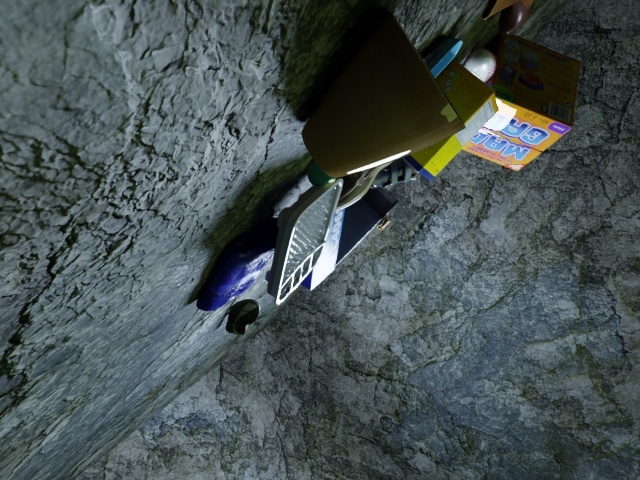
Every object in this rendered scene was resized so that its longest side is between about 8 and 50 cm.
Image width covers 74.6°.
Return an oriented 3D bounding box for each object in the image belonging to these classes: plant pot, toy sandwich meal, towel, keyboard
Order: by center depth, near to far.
[{"bbox_3d":[0.095,-0.237,0.787,0.254,0.237,0.237,-32,179,24],"label":"plant pot"},{"bbox_3d":[0.260,-0.465,1.108,0.180,0.023,0.108,-47,179,4],"label":"keyboard"},{"bbox_3d":[-0.220,0.078,1.211,0.227,0.076,0.308,-39,170,-48],"label":"towel"},{"bbox_3d":[0.266,-0.072,1.770,0.085,0.029,0.085,-46,174,-6],"label":"toy sandwich meal"}]

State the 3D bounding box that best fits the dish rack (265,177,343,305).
[{"bbox_3d":[-0.055,-0.008,1.164,0.285,0.072,0.333,-45,158,-48],"label":"dish rack"}]

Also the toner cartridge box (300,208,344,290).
[{"bbox_3d":[0.000,0.000,1.514,0.165,0.075,0.348,-37,146,-42],"label":"toner cartridge box"}]

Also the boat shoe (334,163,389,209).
[{"bbox_3d":[0.123,-0.242,1.314,0.342,0.123,0.123,-42,144,13],"label":"boat shoe"}]

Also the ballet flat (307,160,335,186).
[{"bbox_3d":[0.053,-0.232,1.058,0.231,0.077,0.077,-51,-175,27],"label":"ballet flat"}]

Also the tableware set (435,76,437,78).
[{"bbox_3d":[0.325,-0.484,1.363,0.154,0.024,0.104,-48,172,25],"label":"tableware set"}]

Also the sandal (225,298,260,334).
[{"bbox_3d":[-0.344,0.321,1.828,0.303,0.120,0.086,-51,-161,48],"label":"sandal"}]

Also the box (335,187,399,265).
[{"bbox_3d":[0.154,-0.087,1.936,0.343,0.179,0.312,-48,174,30],"label":"box"}]

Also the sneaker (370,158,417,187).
[{"bbox_3d":[0.326,-0.304,1.758,0.321,0.127,0.126,-33,133,-30],"label":"sneaker"}]

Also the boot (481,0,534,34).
[{"bbox_3d":[0.562,-0.696,1.236,0.280,0.096,0.264,-40,172,-30],"label":"boot"}]

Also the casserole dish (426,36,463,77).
[{"bbox_3d":[0.330,-0.507,1.210,0.188,0.037,0.114,-47,172,7],"label":"casserole dish"}]

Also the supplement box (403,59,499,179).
[{"bbox_3d":[0.440,-0.424,1.530,0.356,0.195,0.194,-47,159,17],"label":"supplement box"}]

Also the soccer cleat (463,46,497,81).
[{"bbox_3d":[0.592,-0.628,1.663,0.143,0.116,0.331,-53,174,0],"label":"soccer cleat"}]

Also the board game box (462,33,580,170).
[{"bbox_3d":[0.828,-0.590,1.823,0.356,0.356,0.356,116,-5,-69],"label":"board game box"}]
